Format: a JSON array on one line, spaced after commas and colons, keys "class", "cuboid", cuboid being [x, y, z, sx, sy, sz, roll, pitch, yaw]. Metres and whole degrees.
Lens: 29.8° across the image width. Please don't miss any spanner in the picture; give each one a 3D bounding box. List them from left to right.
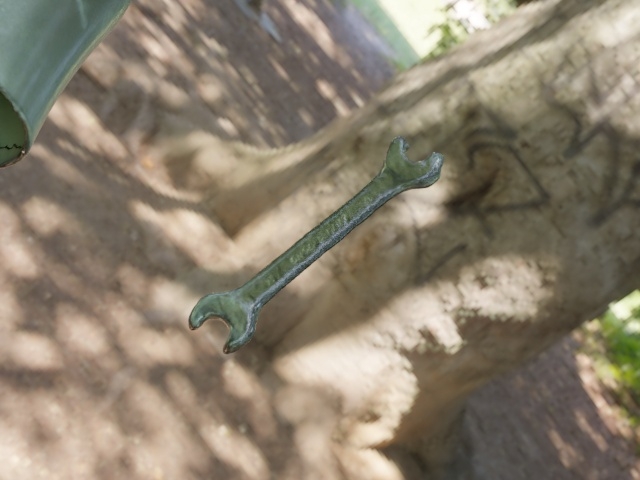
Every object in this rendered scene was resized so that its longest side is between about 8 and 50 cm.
[{"class": "spanner", "cuboid": [0.000, 0.000, 0.980, 0.054, 0.254, 0.015, 45, -16, 18]}]

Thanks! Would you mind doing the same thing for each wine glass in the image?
[{"class": "wine glass", "cuboid": [-0.162, -0.152, 0.692, 0.103, 0.103, 0.231, 44, 48, -28]}]
